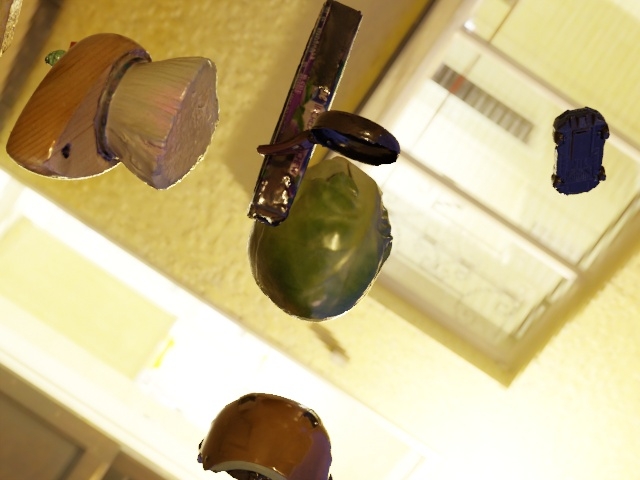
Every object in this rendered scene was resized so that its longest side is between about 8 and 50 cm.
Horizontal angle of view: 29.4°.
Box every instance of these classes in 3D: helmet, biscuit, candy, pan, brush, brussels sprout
[{"bbox_3d":[-0.067,0.282,1.712,0.224,0.198,0.130,64,45,-81],"label":"helmet"},{"bbox_3d":[-0.389,-0.314,1.481,0.052,0.056,0.188,-74,-173,-56],"label":"biscuit"},{"bbox_3d":[-0.022,-0.170,1.640,0.088,0.061,0.312,132,-22,-79],"label":"candy"},{"bbox_3d":[0.006,-0.124,1.504,0.212,0.115,0.040,2,-111,41],"label":"pan"},{"bbox_3d":[-0.253,-0.141,1.513,0.267,0.166,0.174,-49,153,-48],"label":"brush"},{"bbox_3d":[0.000,0.000,1.822,0.244,0.244,0.244,-56,-177,4],"label":"brussels sprout"}]

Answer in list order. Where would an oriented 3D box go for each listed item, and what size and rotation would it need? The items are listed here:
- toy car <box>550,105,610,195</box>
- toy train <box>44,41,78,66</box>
[{"bbox_3d":[0.473,-0.164,2.243,0.216,0.103,0.063,78,3,-53],"label":"toy car"},{"bbox_3d":[-0.367,-0.252,1.924,0.176,0.118,0.074,53,43,-65],"label":"toy train"}]
